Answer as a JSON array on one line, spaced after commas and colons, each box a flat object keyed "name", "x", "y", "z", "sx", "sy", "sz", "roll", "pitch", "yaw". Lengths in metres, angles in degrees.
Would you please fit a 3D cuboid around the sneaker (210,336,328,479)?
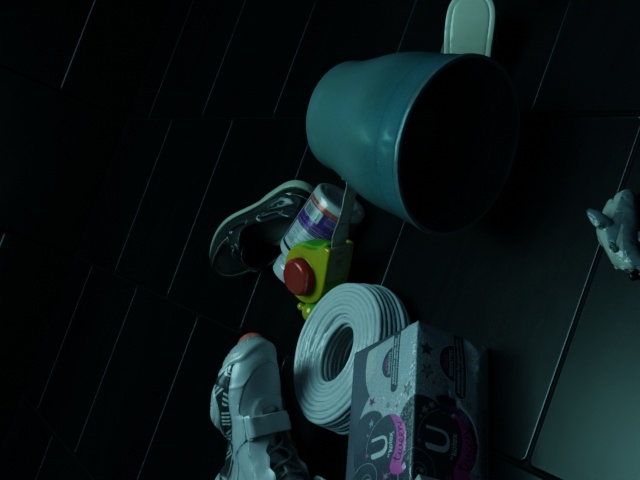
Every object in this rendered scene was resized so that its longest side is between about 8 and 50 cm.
[{"name": "sneaker", "x": -0.069, "y": 0.350, "z": 1.734, "sx": 0.210, "sy": 0.137, "sz": 0.366, "roll": 12, "pitch": 101, "yaw": 38}]

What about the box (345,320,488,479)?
[{"name": "box", "x": 0.138, "y": 0.265, "z": 1.496, "sx": 0.163, "sy": 0.142, "sz": 0.247, "roll": -35, "pitch": 42, "yaw": 48}]

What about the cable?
[{"name": "cable", "x": 0.052, "y": 0.193, "z": 1.764, "sx": 0.257, "sy": 0.089, "sz": 0.257, "roll": -30, "pitch": 45, "yaw": 51}]

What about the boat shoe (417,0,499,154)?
[{"name": "boat shoe", "x": 0.236, "y": -0.258, "z": 1.763, "sx": 0.091, "sy": 0.109, "sz": 0.305, "roll": -3, "pitch": -75, "yaw": -75}]

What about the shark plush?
[{"name": "shark plush", "x": 0.392, "y": 0.000, "z": 1.330, "sx": 0.067, "sy": 0.073, "sz": 0.161, "roll": -26, "pitch": 34, "yaw": 11}]

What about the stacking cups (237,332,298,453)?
[{"name": "stacking cups", "x": -0.115, "y": 0.290, "z": 1.994, "sx": 0.096, "sy": 0.096, "sz": 0.316, "roll": -54, "pitch": 30, "yaw": 25}]

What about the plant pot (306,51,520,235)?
[{"name": "plant pot", "x": 0.123, "y": -0.172, "z": 1.628, "sx": 0.255, "sy": 0.271, "sz": 0.272, "roll": 23, "pitch": 90, "yaw": 44}]

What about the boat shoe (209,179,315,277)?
[{"name": "boat shoe", "x": -0.130, "y": 0.005, "z": 2.202, "sx": 0.340, "sy": 0.127, "sz": 0.113, "roll": -32, "pitch": 31, "yaw": 36}]

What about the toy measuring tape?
[{"name": "toy measuring tape", "x": 0.000, "y": 0.000, "z": 1.877, "sx": 0.121, "sy": 0.121, "sz": 0.330, "roll": -117, "pitch": 32, "yaw": -56}]

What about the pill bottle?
[{"name": "pill bottle", "x": -0.009, "y": -0.004, "z": 2.003, "sx": 0.193, "sy": 0.108, "sz": 0.108, "roll": -56, "pitch": 29, "yaw": 23}]

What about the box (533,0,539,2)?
[{"name": "box", "x": 0.390, "y": -0.522, "z": 1.567, "sx": 0.381, "sy": 0.191, "sz": 0.143, "roll": -20, "pitch": 53, "yaw": 55}]

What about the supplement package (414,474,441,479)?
[{"name": "supplement package", "x": 0.156, "y": 0.445, "z": 1.321, "sx": 0.203, "sy": 0.149, "sz": 0.194, "roll": -58, "pitch": 28, "yaw": 20}]
